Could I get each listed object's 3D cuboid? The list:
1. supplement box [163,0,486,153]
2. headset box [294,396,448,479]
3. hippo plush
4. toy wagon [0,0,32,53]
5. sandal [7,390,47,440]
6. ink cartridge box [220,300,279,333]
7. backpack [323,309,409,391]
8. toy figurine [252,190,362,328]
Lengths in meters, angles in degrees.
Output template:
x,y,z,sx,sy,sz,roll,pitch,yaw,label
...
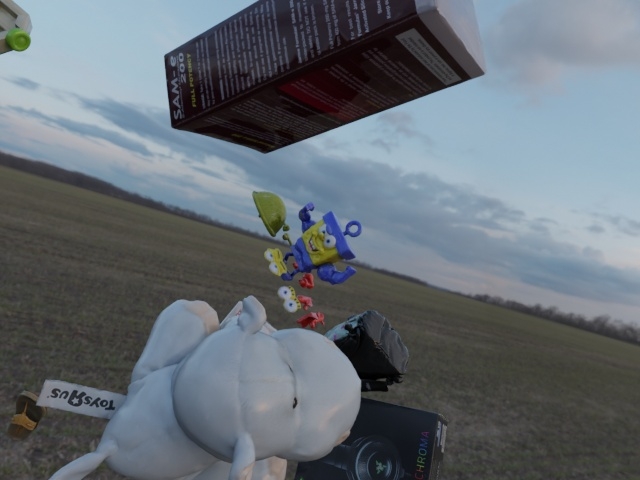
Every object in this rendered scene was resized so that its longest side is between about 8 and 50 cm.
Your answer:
x,y,z,sx,sy,sz,roll,pitch,yaw,label
0.000,-0.148,0.404,0.239,0.073,0.130,-13,-8,31,supplement box
0.092,0.449,0.967,0.282,0.247,0.131,4,-24,26,headset box
-0.097,0.133,0.482,0.294,0.235,0.236,17,-40,-32,hippo plush
-0.915,-0.523,1.188,0.267,0.344,0.068,39,-35,13,toy wagon
-0.710,0.431,1.148,0.072,0.180,0.049,30,24,-12,sandal
-0.196,0.301,1.371,0.219,0.160,0.092,38,-10,4,ink cartridge box
0.072,0.224,0.956,0.182,0.152,0.115,-32,4,39,backpack
0.000,0.000,1.132,0.217,0.363,0.191,-30,-27,16,toy figurine
